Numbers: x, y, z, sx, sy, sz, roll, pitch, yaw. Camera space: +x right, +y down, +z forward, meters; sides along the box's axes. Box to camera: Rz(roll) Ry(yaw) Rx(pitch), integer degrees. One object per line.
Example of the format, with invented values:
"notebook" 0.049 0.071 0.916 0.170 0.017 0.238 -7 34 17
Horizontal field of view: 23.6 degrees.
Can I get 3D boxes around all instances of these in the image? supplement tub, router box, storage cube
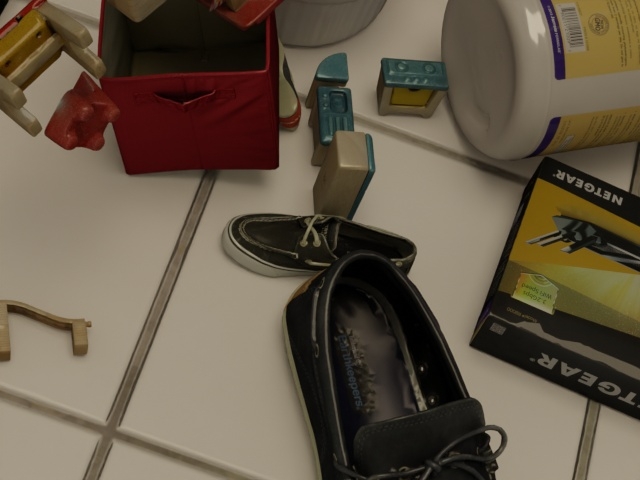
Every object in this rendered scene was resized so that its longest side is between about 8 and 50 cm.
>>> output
"supplement tub" 0.339 -0.232 1.858 0.331 0.241 0.241 -9 62 -20
"router box" 0.355 0.070 1.774 0.309 0.081 0.243 23 57 0
"storage cube" -0.142 -0.201 1.720 0.184 0.193 0.215 -2 60 2

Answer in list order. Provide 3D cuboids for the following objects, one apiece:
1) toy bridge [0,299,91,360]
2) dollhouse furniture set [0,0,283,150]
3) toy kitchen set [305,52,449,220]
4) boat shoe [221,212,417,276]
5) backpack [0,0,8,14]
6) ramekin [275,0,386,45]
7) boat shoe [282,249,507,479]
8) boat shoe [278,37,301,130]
"toy bridge" -0.335 0.094 1.611 0.188 0.026 0.063 -3 60 -15
"dollhouse furniture set" -0.194 -0.252 1.534 0.152 0.201 0.374 39 75 23
"toy kitchen set" 0.079 -0.133 1.800 0.166 0.122 0.207 3 59 -13
"boat shoe" 0.000 0.000 1.730 0.219 0.070 0.077 10 58 -9
"backpack" -0.421 -0.322 1.791 0.152 0.115 0.182 26 54 5
"ramekin" -0.020 -0.376 1.910 0.277 0.135 0.277 5 60 -9
"boat shoe" 0.092 0.231 1.566 0.187 0.156 0.500 -9 64 -22
"boat shoe" -0.055 -0.195 1.852 0.049 0.043 0.137 -22 63 2
